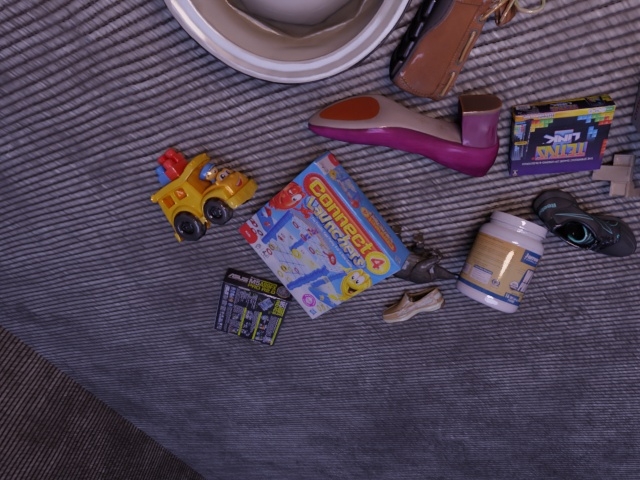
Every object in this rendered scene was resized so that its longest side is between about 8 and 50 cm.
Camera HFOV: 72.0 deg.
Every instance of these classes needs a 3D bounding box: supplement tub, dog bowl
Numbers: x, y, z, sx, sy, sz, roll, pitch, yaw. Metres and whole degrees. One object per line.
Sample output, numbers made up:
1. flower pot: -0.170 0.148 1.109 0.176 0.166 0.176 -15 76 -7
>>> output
1. supplement tub: 0.409 0.047 0.997 0.144 0.144 0.200 21 98 -7
2. dog bowl: -0.047 -0.458 0.652 0.407 0.150 0.408 5 129 6

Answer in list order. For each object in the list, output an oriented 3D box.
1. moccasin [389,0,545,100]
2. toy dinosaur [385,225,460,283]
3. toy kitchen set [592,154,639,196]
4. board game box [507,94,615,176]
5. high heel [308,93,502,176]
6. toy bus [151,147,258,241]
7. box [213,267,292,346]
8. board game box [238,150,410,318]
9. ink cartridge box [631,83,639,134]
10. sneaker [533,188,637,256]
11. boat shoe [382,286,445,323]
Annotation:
1. moccasin: 0.253 -0.383 0.682 0.146 0.139 0.380 18 132 -13
2. toy dinosaur: 0.230 0.057 1.140 0.313 0.121 0.160 2 145 4
3. toy kitchen set: 0.617 -0.136 0.913 0.068 0.075 0.084 16 109 51
4. board game box: 0.465 -0.202 0.867 0.170 0.048 0.141 -3 131 16
5. high heel: 0.166 -0.192 0.897 0.376 0.127 0.181 4 140 14
6. toy bus: -0.293 -0.132 1.054 0.220 0.149 0.212 -25 108 28
7. box: -0.219 0.221 1.412 0.216 0.060 0.270 17 134 -4
8. board game box: 0.000 0.000 1.064 0.302 0.086 0.308 -36 96 37
9. ink cartridge box: 0.596 -0.214 0.715 0.086 0.209 0.153 -2 132 18
10. sneaker: 0.591 -0.012 0.979 0.267 0.106 0.101 23 132 -11
11. boat shoe: 0.257 0.179 1.270 0.189 0.068 0.072 -24 112 19
